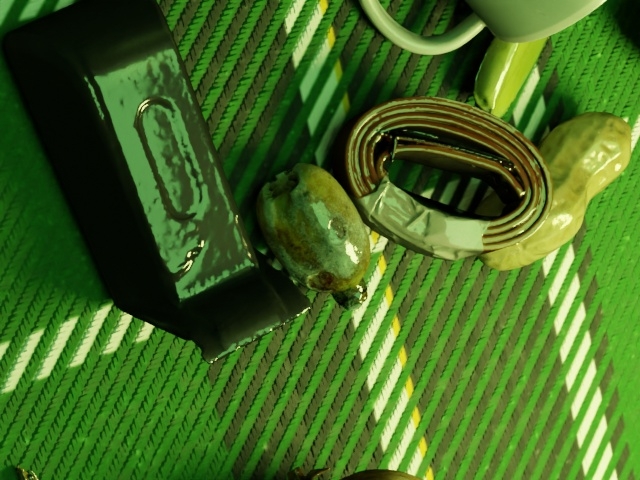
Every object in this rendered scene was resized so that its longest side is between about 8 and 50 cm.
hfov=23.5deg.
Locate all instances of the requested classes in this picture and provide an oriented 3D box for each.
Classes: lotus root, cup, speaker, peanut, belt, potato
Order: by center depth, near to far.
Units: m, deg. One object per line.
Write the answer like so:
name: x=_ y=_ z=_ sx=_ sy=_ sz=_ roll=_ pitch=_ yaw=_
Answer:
speaker: x=-0.170 y=-0.077 z=1.665 sx=0.180 sy=0.184 sz=0.388 roll=-29 pitch=108 yaw=-25
lotus root: x=0.000 y=0.000 z=1.824 sx=0.113 sy=0.088 sz=0.192 roll=-26 pitch=110 yaw=16
cup: x=0.185 y=-0.389 z=1.832 sx=0.357 sy=0.259 sz=0.274 roll=-39 pitch=116 yaw=13
belt: x=0.145 y=-0.072 z=1.855 sx=0.261 sy=0.105 sz=0.184 roll=13 pitch=87 yaw=-9
potato: x=0.242 y=-0.245 z=1.956 sx=0.198 sy=0.054 sz=0.119 roll=-65 pitch=161 yaw=-4
peanut: x=0.303 y=-0.069 z=1.979 sx=0.274 sy=0.125 sz=0.111 roll=-47 pitch=116 yaw=-18

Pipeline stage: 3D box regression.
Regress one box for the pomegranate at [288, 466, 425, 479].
pomegranate: x=0.047 y=0.406 z=1.788 sx=0.319 sy=0.319 sz=0.319 roll=-3 pitch=97 yaw=-30

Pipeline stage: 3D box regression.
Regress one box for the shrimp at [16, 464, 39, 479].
shrimp: x=-0.326 y=0.304 z=1.707 sx=0.059 sy=0.023 sz=0.108 roll=-26 pitch=107 yaw=-17
